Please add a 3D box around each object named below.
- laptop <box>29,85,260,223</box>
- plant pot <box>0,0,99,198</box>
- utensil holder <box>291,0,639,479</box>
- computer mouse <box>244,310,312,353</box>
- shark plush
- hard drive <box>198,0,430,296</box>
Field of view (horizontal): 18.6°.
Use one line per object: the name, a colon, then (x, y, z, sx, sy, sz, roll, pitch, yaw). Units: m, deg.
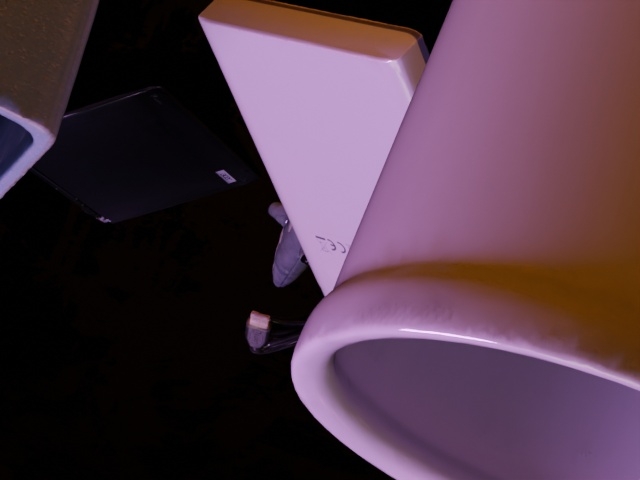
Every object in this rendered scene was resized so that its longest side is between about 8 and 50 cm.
laptop: (-0.226, -0.119, 1.789, 0.264, 0.136, 0.234, 40, 179, 28)
plant pot: (-0.288, -0.189, 1.382, 0.247, 0.252, 0.248, 28, 152, -16)
utensil holder: (0.203, -0.041, 1.091, 0.328, 0.385, 0.327, 20, 160, 8)
computer mouse: (0.018, 0.030, 1.793, 0.184, 0.060, 0.262, -16, 164, -17)
shark plush: (0.000, 0.000, 1.829, 0.073, 0.067, 0.161, 32, 157, -23)
hard drive: (0.040, -0.044, 1.548, 0.210, 0.040, 0.318, 17, 143, 41)
